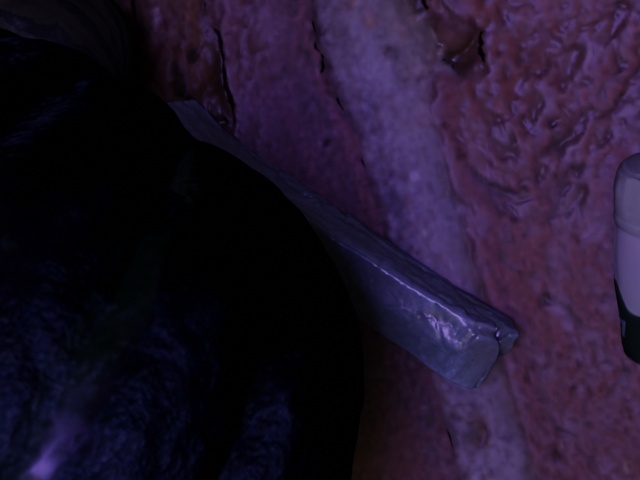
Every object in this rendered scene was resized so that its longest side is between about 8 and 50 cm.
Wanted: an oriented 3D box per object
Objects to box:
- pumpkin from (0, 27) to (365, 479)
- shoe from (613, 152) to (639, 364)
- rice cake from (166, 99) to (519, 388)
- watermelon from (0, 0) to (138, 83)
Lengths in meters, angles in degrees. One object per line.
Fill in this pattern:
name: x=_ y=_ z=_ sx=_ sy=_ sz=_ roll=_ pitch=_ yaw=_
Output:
pumpkin: x=-0.156 y=0.065 z=0.460 sx=0.363 sy=0.363 sz=0.266 roll=17 pitch=66 yaw=20
shoe: x=0.258 y=0.030 z=0.408 sx=0.265 sy=0.095 sz=0.110 roll=15 pitch=114 yaw=26
rice cake: x=0.000 y=0.000 z=0.539 sx=0.245 sy=0.042 sz=0.045 roll=34 pitch=118 yaw=13
watermelon: x=-0.151 y=-0.102 z=0.548 sx=0.133 sy=0.105 sz=0.105 roll=19 pitch=110 yaw=13
